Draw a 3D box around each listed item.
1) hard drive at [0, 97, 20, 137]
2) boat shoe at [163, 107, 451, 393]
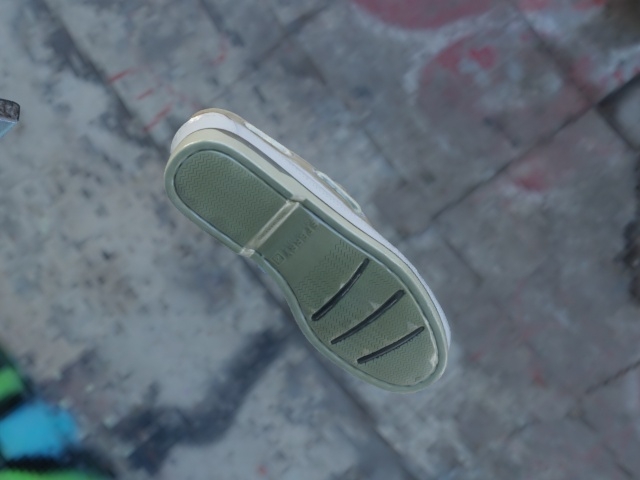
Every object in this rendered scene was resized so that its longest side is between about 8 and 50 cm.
[{"bbox_3d":[-0.333,-0.103,1.742,0.135,0.094,0.022,-29,55,59],"label":"hard drive"},{"bbox_3d":[0.000,0.000,1.637,0.113,0.103,0.302,-36,111,22],"label":"boat shoe"}]
